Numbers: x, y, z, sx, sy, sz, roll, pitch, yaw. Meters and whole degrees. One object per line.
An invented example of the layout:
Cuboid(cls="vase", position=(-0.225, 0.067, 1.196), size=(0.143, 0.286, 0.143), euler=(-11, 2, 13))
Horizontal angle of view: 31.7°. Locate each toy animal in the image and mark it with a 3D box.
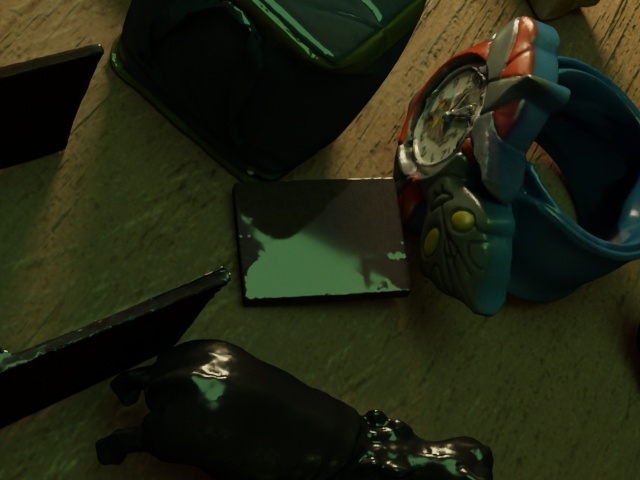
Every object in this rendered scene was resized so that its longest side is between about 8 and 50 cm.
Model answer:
Cuboid(cls="toy animal", position=(-0.019, 0.177, 0.986), size=(0.343, 0.168, 0.106), euler=(21, 57, -28))

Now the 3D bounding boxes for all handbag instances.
Cuboid(cls="handbag", position=(-0.052, -0.222, 1.117), size=(0.263, 0.241, 0.222), euler=(41, 57, -1))

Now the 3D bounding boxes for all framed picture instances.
Cuboid(cls="framed picture", position=(0.000, 0.000, 1.138), size=(0.168, 0.023, 0.128), euler=(-3, 67, -11))

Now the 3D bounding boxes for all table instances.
Cuboid(cls="table", position=(-0.274, 0.013, 0.945), size=(0.282, 0.196, 0.251), euler=(-24, 75, -32))

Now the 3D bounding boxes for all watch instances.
Cuboid(cls="watch", position=(0.233, -0.044, 1.170), size=(0.274, 0.241, 0.305), euler=(20, 59, -28))

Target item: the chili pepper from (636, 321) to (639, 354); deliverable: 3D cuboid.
Cuboid(cls="chili pepper", position=(0.376, 0.134, 1.200), size=(0.065, 0.122, 0.279), euler=(-9, 84, 8))

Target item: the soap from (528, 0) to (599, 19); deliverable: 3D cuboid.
Cuboid(cls="soap", position=(0.313, -0.419, 1.316), size=(0.091, 0.315, 0.199), euler=(-24, 77, -28))
